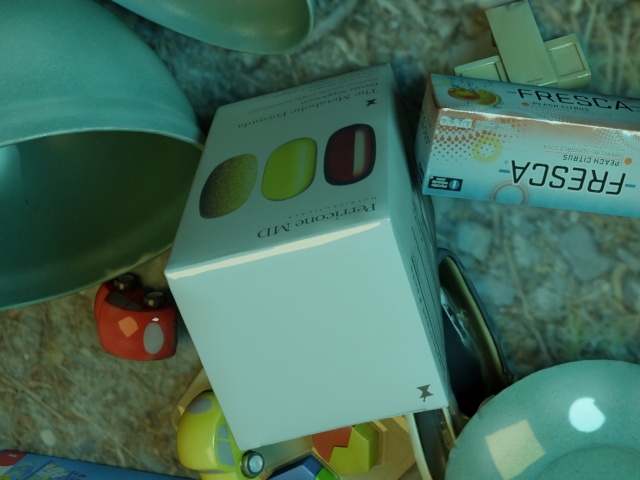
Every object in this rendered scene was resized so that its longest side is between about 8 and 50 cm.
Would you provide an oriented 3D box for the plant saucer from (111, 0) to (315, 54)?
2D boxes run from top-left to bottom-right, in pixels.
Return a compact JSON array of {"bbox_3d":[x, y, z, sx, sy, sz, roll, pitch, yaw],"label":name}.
[{"bbox_3d":[-0.135,-0.223,0.743,0.318,0.043,0.317,27,169,6],"label":"plant saucer"}]

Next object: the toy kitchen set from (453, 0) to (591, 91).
[{"bbox_3d":[0.132,-0.112,0.813,0.083,0.075,0.068,-15,65,2],"label":"toy kitchen set"}]

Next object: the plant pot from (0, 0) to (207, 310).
[{"bbox_3d":[-0.242,-0.090,0.908,0.293,0.293,0.196,-37,65,37],"label":"plant pot"}]

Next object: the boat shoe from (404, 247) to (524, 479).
[{"bbox_3d":[0.118,0.123,0.895,0.079,0.095,0.254,-19,94,47],"label":"boat shoe"}]

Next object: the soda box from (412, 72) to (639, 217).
[{"bbox_3d":[0.154,-0.058,0.754,0.183,0.058,0.063,7,120,-6],"label":"soda box"}]

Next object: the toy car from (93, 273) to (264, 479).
[{"bbox_3d":[-0.101,0.084,0.987,0.239,0.053,0.225,53,134,16],"label":"toy car"}]

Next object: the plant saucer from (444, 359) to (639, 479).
[{"bbox_3d":[0.187,0.175,0.847,0.195,0.037,0.195,-3,118,-6],"label":"plant saucer"}]

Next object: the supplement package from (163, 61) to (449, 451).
[{"bbox_3d":[0.000,0.000,0.777,0.139,0.244,0.133,-14,117,10],"label":"supplement package"}]

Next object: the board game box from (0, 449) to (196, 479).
[{"bbox_3d":[-0.201,0.379,1.207,0.308,0.086,0.301,1,114,30],"label":"board game box"}]

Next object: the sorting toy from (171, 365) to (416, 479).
[{"bbox_3d":[-0.024,0.160,1.027,0.193,0.038,0.208,42,127,7],"label":"sorting toy"}]
